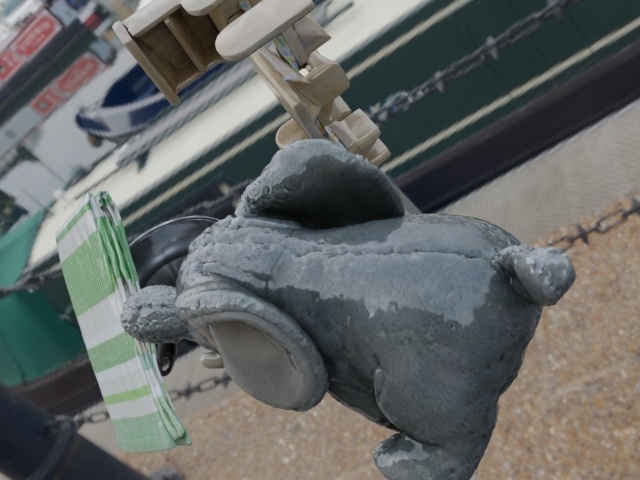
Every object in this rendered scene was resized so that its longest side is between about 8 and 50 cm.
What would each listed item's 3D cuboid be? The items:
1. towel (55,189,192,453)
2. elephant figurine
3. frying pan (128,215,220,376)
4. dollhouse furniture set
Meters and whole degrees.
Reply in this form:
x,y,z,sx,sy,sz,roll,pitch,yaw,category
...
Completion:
x,y,z,sx,sy,sz,roll,pitch,yaw,category
-0.265,0.116,1.098,0.038,0.324,0.248,-18,-4,-31,towel
-0.012,0.033,0.477,0.169,0.240,0.186,-51,-19,-73,elephant figurine
-0.228,0.098,1.206,0.053,0.197,0.326,52,122,36,frying pan
-0.132,-0.274,1.385,0.256,0.362,0.394,-36,53,0,dollhouse furniture set
